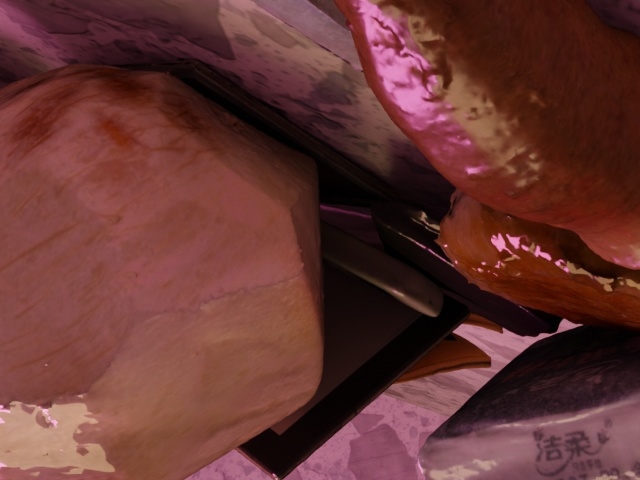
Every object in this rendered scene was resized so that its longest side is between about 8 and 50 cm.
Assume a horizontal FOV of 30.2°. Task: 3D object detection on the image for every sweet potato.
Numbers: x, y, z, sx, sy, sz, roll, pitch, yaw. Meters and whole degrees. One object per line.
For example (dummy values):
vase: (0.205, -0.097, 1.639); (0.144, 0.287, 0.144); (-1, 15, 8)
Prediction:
sweet potato: (0.088, -0.094, 0.628); (0.336, 0.131, 0.131); (27, 167, -30)

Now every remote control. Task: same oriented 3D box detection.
remote control: (0.000, 0.001, 1.202); (0.309, 0.038, 0.090); (28, 175, 40)

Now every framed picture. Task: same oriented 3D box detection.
framed picture: (-0.055, 0.080, 1.228); (0.347, 0.265, 0.016); (29, 148, 41)
framed picture: (-0.084, -0.102, 1.162); (0.293, 0.018, 0.231); (30, 166, -40)

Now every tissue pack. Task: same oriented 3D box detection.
tissue pack: (0.242, 0.135, 1.002); (0.228, 0.103, 0.315); (-19, -179, 27)

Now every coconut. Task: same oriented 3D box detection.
coconut: (-0.175, 0.019, 1.031); (0.415, 0.415, 0.344); (23, 158, -11)

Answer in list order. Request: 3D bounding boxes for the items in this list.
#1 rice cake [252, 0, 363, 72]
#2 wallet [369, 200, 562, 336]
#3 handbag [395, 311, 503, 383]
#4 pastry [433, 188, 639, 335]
rice cake: (-0.028, -0.165, 0.732); (0.211, 0.034, 0.043); (29, 157, -36)
wallet: (0.143, 0.033, 1.159); (0.197, 0.051, 0.377); (30, 179, 8)
handbag: (-0.005, 0.083, 1.455); (0.283, 0.133, 0.401); (0, -170, -45)
pastry: (0.214, -0.004, 0.861); (0.257, 0.121, 0.236); (14, 171, 14)
